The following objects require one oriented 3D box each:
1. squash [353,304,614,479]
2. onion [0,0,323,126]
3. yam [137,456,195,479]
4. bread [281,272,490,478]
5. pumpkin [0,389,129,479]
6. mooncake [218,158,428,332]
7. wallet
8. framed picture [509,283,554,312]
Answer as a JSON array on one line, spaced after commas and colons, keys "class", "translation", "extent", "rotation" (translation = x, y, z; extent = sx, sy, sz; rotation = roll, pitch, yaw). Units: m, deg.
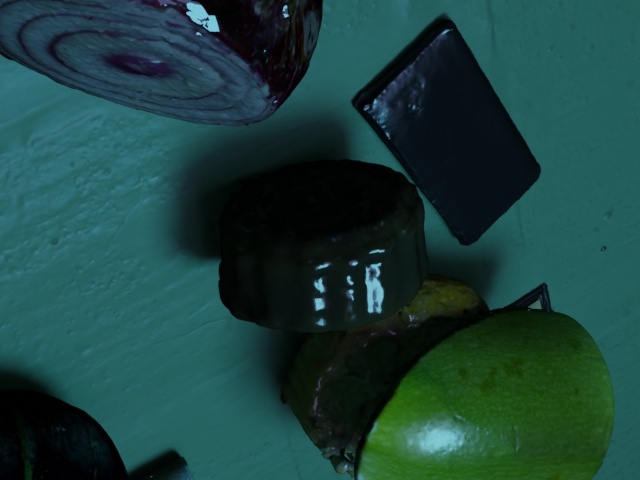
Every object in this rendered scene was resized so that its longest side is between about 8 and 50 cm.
[{"class": "squash", "translation": [0.153, 0.201, 1.413], "extent": [0.308, 0.210, 0.234], "rotation": [5, 116, -25]}, {"class": "onion", "translation": [-0.139, -0.255, 1.007], "extent": [0.336, 0.281, 0.260], "rotation": [28, 66, -53]}, {"class": "yam", "translation": [-0.216, 0.314, 1.435], "extent": [0.169, 0.068, 0.068], "rotation": [-27, 129, -20]}, {"class": "bread", "translation": [0.080, 0.145, 1.476], "extent": [0.274, 0.149, 0.274], "rotation": [-22, 133, -26]}, {"class": "pumpkin", "translation": [-0.337, 0.302, 1.232], "extent": [0.315, 0.238, 0.315], "rotation": [-17, 130, -22]}, {"class": "mooncake", "translation": [0.000, 0.000, 1.286], "extent": [0.228, 0.228, 0.124], "rotation": [-17, 117, -25]}, {"class": "wallet", "translation": [0.159, -0.117, 1.447], "extent": [0.146, 0.030, 0.285], "rotation": [-46, 132, -6]}, {"class": "framed picture", "translation": [0.248, 0.177, 1.701], "extent": [0.195, 0.010, 0.199], "rotation": [-31, 130, -15]}]
